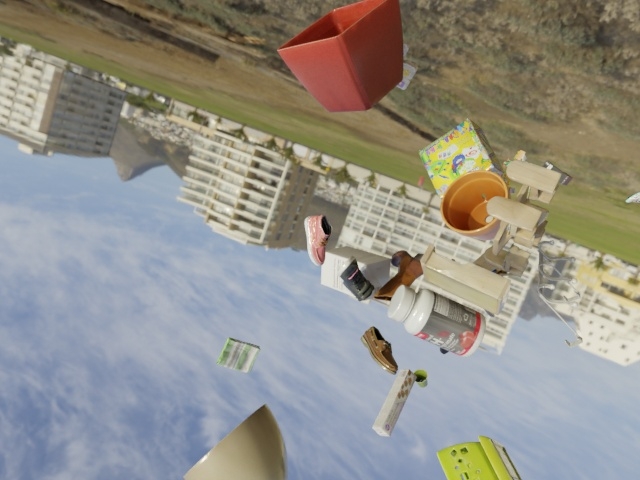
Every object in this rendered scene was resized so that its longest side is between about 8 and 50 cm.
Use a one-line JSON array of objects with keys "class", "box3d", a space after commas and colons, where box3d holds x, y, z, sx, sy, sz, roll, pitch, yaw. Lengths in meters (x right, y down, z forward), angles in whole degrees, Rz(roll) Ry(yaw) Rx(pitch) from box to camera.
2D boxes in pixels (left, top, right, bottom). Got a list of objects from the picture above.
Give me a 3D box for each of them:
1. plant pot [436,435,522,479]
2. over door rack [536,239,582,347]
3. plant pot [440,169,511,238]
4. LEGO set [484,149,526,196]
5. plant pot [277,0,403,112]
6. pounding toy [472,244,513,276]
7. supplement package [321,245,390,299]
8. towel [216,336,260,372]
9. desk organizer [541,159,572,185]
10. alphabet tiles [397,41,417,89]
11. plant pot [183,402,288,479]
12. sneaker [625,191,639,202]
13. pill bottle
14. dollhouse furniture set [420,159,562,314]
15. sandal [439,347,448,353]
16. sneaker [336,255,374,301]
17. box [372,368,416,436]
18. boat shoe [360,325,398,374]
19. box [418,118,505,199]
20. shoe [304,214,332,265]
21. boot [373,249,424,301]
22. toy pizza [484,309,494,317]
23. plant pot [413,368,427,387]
[{"class": "plant pot", "box3d": [0.594, 0.850, 1.778, 0.228, 0.207, 0.227, 38, -158, -44]}, {"class": "over door rack", "box3d": [0.881, 0.184, 1.751, 0.108, 0.239, 0.324, -18, 122, 38]}, {"class": "plant pot", "box3d": [0.691, -0.127, 2.089, 0.203, 0.291, 0.291, 33, 177, -43]}, {"class": "LEGO set", "box3d": [0.824, -0.274, 2.204, 0.132, 0.287, 0.107, 1, -165, -37]}, {"class": "plant pot", "box3d": [0.089, -0.521, 1.409, 0.267, 0.267, 0.236, 13, 141, 48]}, {"class": "pounding toy", "box3d": [0.647, 0.105, 1.784, 0.100, 0.130, 0.141, 46, 173, 40]}, {"class": "supplement package", "box3d": [0.164, 0.149, 2.318, 0.177, 0.175, 0.293, -11, -161, -41]}, {"class": "towel", "box3d": [-0.310, 0.440, 1.861, 0.152, 0.113, 0.023, 27, 172, -37]}, {"class": "desk organizer", "box3d": [1.059, -0.302, 2.185, 0.050, 0.047, 0.130, 3, -141, -37]}, {"class": "alphabet tiles", "box3d": [0.189, -0.621, 1.669, 0.284, 0.021, 0.278, 28, 166, -2]}, {"class": "plant pot", "box3d": [-0.199, 0.617, 1.328, 0.191, 0.284, 0.284, 47, -165, 13]}, {"class": "sneaker", "box3d": [1.050, -0.127, 1.581, 0.038, 0.098, 0.069, 41, -155, -81]}, {"class": "pill bottle", "box3d": [0.412, 0.281, 1.754, 0.318, 0.176, 0.176, 24, -172, -4]}, {"class": "dollhouse furniture set", "box3d": [0.526, -0.010, 1.530, 0.256, 0.394, 0.362, 26, 165, 26]}, {"class": "sandal", "box3d": [0.757, 0.531, 2.660, 0.097, 0.254, 0.054, 54, 177, -31]}, {"class": "sneaker", "box3d": [0.154, 0.161, 1.997, 0.147, 0.104, 0.296, 42, 169, 18]}, {"class": "box", "box3d": [0.340, 0.732, 2.216, 0.063, 0.324, 0.067, 47, 142, -13]}, {"class": "boat shoe", "box3d": [0.316, 0.562, 2.534, 0.110, 0.104, 0.307, 28, -168, -40]}, {"class": "box", "box3d": [0.681, -0.376, 2.365, 0.177, 0.290, 0.279, 9, -124, -52]}, {"class": "shoe", "box3d": [0.000, 0.000, 1.675, 0.081, 0.178, 0.063, -6, -174, 45]}, {"class": "boot", "box3d": [0.346, 0.177, 2.236, 0.264, 0.280, 0.096, 12, 142, 56]}, {"class": "toy pizza", "box3d": [0.632, 0.207, 1.907, 0.201, 0.032, 0.201, 46, -158, -25]}, {"class": "plant pot", "box3d": [0.546, 0.753, 2.636, 0.083, 0.083, 0.079, 29, 153, 46]}]
